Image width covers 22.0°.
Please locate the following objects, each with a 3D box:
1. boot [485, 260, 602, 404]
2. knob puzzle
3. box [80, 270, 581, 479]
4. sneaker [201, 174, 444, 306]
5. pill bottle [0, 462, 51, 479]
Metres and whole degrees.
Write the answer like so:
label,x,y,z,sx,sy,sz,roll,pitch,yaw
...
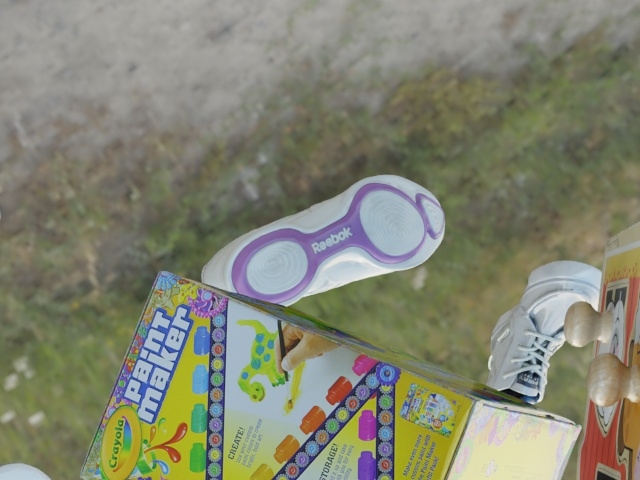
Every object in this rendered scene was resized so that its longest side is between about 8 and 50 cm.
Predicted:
label,x,y,z,sx,sy,sz,roll,pitch,yaw
boot,0.259,0.123,1.922,0.095,0.123,0.258,16,154,-4
knob puzzle,0.107,0.088,0.630,0.030,0.213,0.213,7,153,1
box,0.018,0.167,1.323,0.290,0.279,0.177,22,90,-64
sneaker,0.000,0.000,1.898,0.305,0.114,0.152,-16,-177,-28
pill bottle,-0.434,0.356,2.054,0.130,0.130,0.246,-15,176,-41
